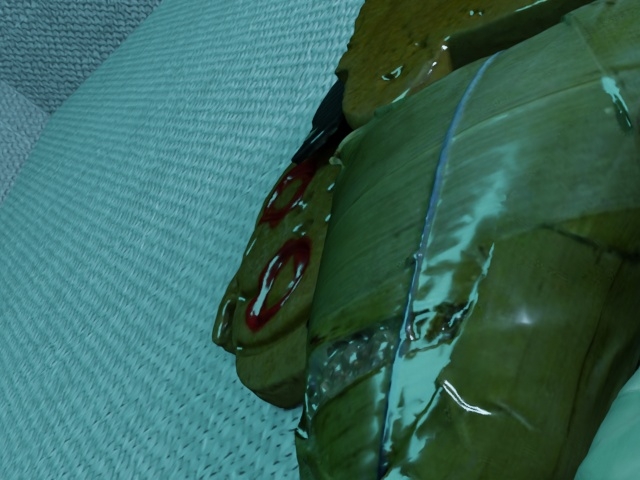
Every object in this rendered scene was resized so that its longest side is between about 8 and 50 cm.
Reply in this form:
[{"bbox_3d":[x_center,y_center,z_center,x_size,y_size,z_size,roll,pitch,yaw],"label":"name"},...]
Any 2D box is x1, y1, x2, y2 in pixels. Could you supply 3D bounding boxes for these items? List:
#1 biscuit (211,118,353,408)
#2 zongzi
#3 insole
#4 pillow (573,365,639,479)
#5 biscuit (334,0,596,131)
[{"bbox_3d":[-0.001,-0.001,0.978,0.314,0.063,0.367,-38,28,26],"label":"biscuit"},{"bbox_3d":[0.160,0.005,0.559,0.393,0.174,0.356,-26,38,33],"label":"zongzi"},{"bbox_3d":[0.016,-0.153,1.131,0.110,0.012,0.309,-39,12,25],"label":"insole"},{"bbox_3d":[0.164,0.176,0.303,0.283,0.138,0.309,2,68,57],"label":"pillow"},{"bbox_3d":[0.196,-0.251,0.922,0.394,0.076,0.368,-24,33,33],"label":"biscuit"}]
